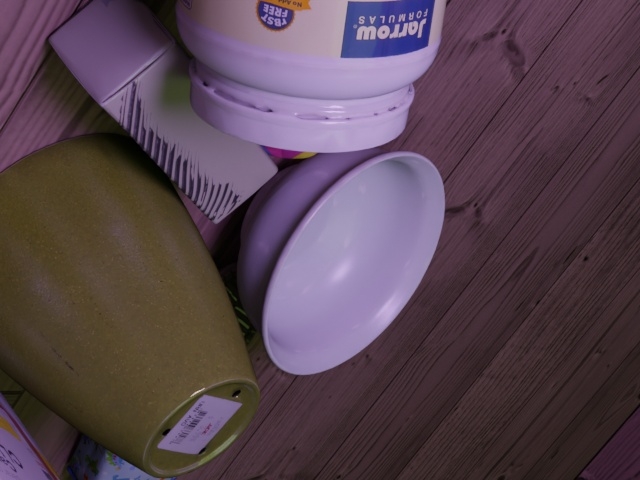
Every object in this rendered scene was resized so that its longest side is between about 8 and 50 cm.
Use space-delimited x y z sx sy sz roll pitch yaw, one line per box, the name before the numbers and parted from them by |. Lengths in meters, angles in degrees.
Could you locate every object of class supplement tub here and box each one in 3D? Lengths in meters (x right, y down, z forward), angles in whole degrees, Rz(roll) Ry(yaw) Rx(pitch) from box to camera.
supplement tub | -0.001 -0.262 1.269 0.235 0.235 0.325 -16 124 -38

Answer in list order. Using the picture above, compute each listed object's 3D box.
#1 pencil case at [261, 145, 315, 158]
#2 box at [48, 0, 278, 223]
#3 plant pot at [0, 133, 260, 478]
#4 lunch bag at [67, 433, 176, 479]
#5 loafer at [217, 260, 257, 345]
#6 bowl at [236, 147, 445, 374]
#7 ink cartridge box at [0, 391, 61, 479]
pencil case | -0.046 -0.182 1.533 0.104 0.104 0.236 -34 151 -13
box | -0.148 -0.130 1.464 0.094 0.113 0.275 -41 149 0
plant pot | -0.199 0.090 1.504 0.275 0.293 0.275 -29 148 -20
lunch bag | -0.228 0.262 1.891 0.151 0.096 0.129 -1 132 -36
loafer | -0.170 0.131 1.799 0.268 0.092 0.102 -51 120 -13
bowl | 0.000 0.000 1.755 0.298 0.134 0.298 -34 143 -31
ink cartridge box | -0.367 0.206 1.367 0.160 0.384 0.279 -40 150 -5
